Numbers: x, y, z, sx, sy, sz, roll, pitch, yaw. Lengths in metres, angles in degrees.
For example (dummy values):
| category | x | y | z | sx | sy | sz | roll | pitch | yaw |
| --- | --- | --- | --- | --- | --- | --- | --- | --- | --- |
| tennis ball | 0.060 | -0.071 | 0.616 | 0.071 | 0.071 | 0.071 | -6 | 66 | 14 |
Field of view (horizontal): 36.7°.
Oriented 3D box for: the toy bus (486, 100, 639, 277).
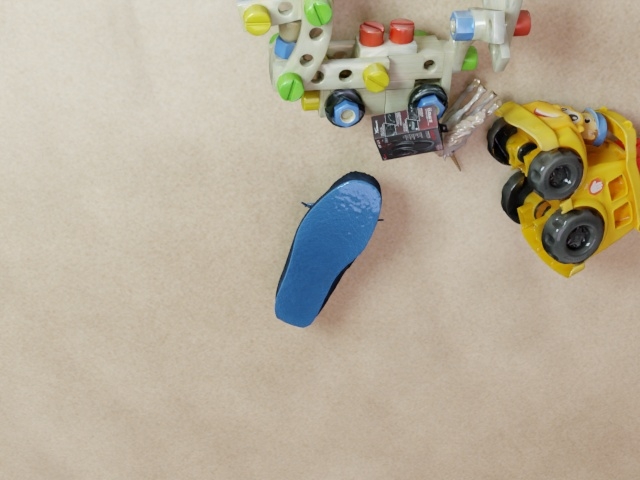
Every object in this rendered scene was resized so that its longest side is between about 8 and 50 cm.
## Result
| category | x | y | z | sx | sy | sz | roll | pitch | yaw |
| --- | --- | --- | --- | --- | --- | --- | --- | --- | --- |
| toy bus | 0.342 | -0.095 | 1.229 | 0.211 | 0.149 | 0.220 | -25 | 122 | -3 |

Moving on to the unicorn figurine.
| category | x | y | z | sx | sy | sz | roll | pitch | yaw |
| --- | --- | --- | --- | --- | --- | --- | --- | --- | --- |
| unicorn figurine | 0.174 | -0.145 | 1.200 | 0.060 | 0.162 | 0.111 | 44 | 107 | 10 |

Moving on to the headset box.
| category | x | y | z | sx | sy | sz | roll | pitch | yaw |
| --- | --- | --- | --- | --- | --- | --- | --- | --- | --- |
| headset box | 0.106 | -0.125 | 1.121 | 0.083 | 0.032 | 0.062 | -8 | 159 | 10 |

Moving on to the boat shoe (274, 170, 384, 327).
| category | x | y | z | sx | sy | sz | roll | pitch | yaw |
| --- | --- | --- | --- | --- | --- | --- | --- | --- | --- |
| boat shoe | 0.000 | 0.000 | 1.294 | 0.109 | 0.089 | 0.258 | 30 | 124 | -9 |

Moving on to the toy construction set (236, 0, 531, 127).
| category | x | y | z | sx | sy | sz | roll | pitch | yaw |
| --- | --- | --- | --- | --- | --- | --- | --- | --- | --- |
| toy construction set | 0.068 | -0.233 | 1.101 | 0.327 | 0.151 | 0.215 | 5 | 128 | 5 |
